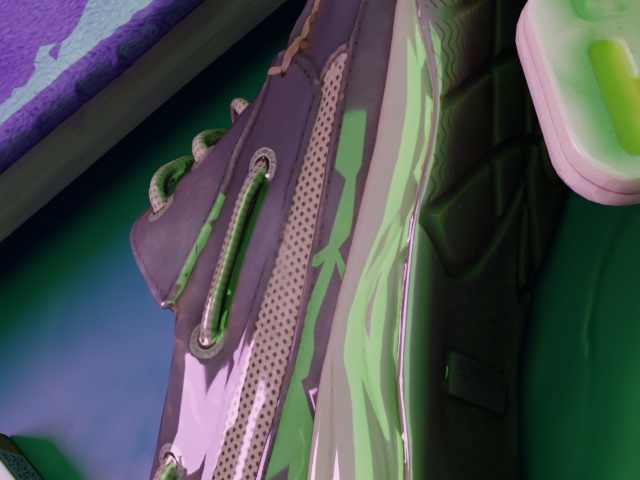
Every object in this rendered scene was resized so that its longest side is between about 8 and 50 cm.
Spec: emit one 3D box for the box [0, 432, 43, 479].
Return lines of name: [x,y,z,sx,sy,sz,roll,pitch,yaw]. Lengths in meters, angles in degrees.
box: [-0.114,0.142,0.546,0.081,0.028,0.136,-49,58,2]

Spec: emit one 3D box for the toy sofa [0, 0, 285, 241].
toy sofa: [-0.170,-0.078,0.567,0.362,0.177,0.150,-39,60,7]

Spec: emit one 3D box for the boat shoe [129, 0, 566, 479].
boat shoe: [0.000,0.000,0.485,0.130,0.132,0.355,1,71,25]

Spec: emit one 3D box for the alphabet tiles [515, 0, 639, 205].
alphabet tiles: [0.190,-0.095,0.423,0.284,0.021,0.278,-9,66,-6]
